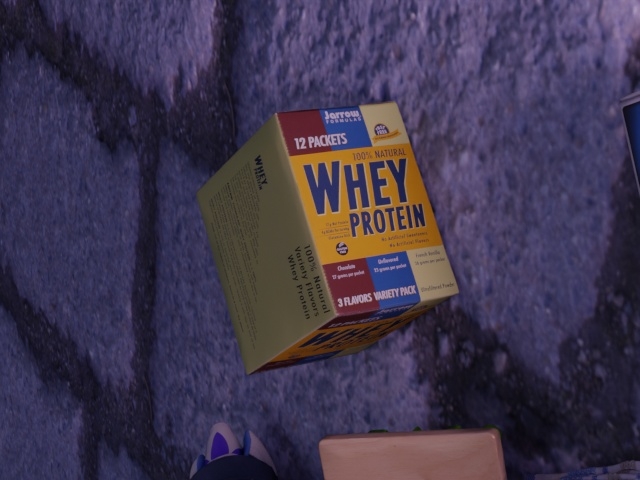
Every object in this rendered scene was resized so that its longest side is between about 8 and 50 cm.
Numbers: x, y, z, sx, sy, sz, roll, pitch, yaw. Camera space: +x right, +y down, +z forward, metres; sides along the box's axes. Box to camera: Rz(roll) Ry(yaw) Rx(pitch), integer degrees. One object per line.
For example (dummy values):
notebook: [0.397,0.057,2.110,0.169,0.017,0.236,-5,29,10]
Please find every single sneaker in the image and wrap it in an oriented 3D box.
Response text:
sneaker: [-0.113,0.297,1.447,0.323,0.130,0.236,58,-168,-59]

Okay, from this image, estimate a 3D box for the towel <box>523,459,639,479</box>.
towel: [0.238,0.272,1.012,0.285,0.034,0.209,141,115,-69]

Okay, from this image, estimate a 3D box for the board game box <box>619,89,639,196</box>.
board game box: [0.306,0.029,0.866,0.193,0.053,0.305,-17,83,60]

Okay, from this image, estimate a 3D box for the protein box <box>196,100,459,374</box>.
protein box: [0.000,0.000,1.284,0.201,0.136,0.200,-38,65,56]

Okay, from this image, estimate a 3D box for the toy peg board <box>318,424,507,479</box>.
toy peg board: [0.098,0.234,1.165,0.161,0.079,0.161,-6,100,25]
